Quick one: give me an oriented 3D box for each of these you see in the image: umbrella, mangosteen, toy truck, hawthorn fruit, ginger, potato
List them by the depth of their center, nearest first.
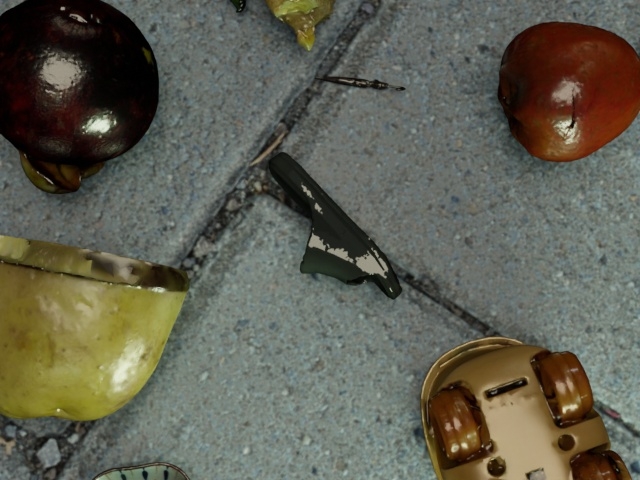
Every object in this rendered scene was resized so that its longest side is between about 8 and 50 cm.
[{"bbox_3d":[0.239,0.251,1.552,0.204,0.211,0.288,-19,81,-4],"label":"toy truck"},{"bbox_3d":[-0.314,0.113,1.552,0.285,0.242,0.243,9,83,-7],"label":"potato"},{"bbox_3d":[-0.320,-0.177,1.594,0.228,0.228,0.265,22,123,0],"label":"mangosteen"},{"bbox_3d":[0.329,-0.191,1.626,0.202,0.185,0.185,-14,84,-7],"label":"hawthorn fruit"},{"bbox_3d":[-0.035,-0.349,1.643,0.102,0.157,0.216,-15,90,11],"label":"ginger"},{"bbox_3d":[0.053,-0.209,1.696,0.122,0.022,0.013,9,109,9],"label":"umbrella"}]

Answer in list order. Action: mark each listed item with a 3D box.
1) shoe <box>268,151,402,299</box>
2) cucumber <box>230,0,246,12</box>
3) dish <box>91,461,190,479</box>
[{"bbox_3d":[0.000,0.000,1.627,0.093,0.108,0.241,-41,80,-5],"label":"shoe"},{"bbox_3d":[-0.121,-0.407,1.699,0.070,0.046,0.220,7,81,1],"label":"cucumber"},{"bbox_3d":[-0.218,0.367,1.591,0.190,0.066,0.191,0,82,-1],"label":"dish"}]
